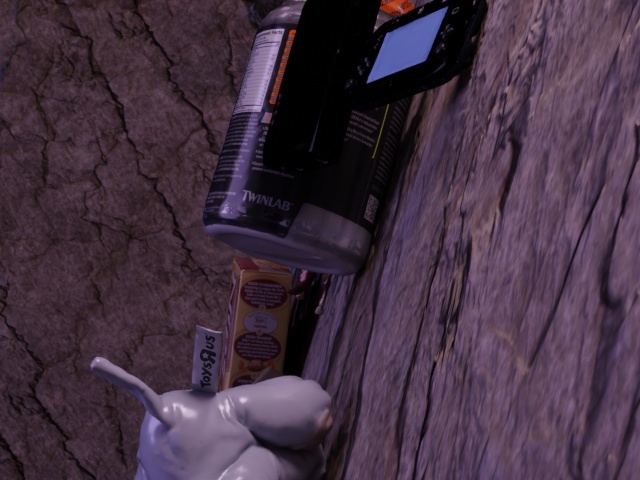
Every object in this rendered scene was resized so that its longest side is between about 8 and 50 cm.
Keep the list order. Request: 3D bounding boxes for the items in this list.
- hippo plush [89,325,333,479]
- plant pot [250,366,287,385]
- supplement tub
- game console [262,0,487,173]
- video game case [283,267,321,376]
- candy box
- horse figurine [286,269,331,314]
[{"bbox_3d":[-0.066,0.258,1.376,0.294,0.234,0.236,90,158,-45],"label":"hippo plush"},{"bbox_3d":[-0.060,0.221,1.782,0.096,0.109,0.109,-62,1,-16],"label":"plant pot"},{"bbox_3d":[-0.004,-0.142,1.722,0.207,0.207,0.338,130,157,-80],"label":"supplement tub"},{"bbox_3d":[0.054,-0.192,1.461,0.361,0.044,0.213,-11,61,60],"label":"game console"},{"bbox_3d":[-0.043,0.123,2.380,0.275,0.035,0.248,118,168,-66],"label":"video game case"},{"bbox_3d":[-0.108,0.193,2.191,0.183,0.088,0.316,-144,62,-81],"label":"candy box"},{"bbox_3d":[0.000,0.000,2.095,0.263,0.066,0.174,-78,0,-71],"label":"horse figurine"}]
